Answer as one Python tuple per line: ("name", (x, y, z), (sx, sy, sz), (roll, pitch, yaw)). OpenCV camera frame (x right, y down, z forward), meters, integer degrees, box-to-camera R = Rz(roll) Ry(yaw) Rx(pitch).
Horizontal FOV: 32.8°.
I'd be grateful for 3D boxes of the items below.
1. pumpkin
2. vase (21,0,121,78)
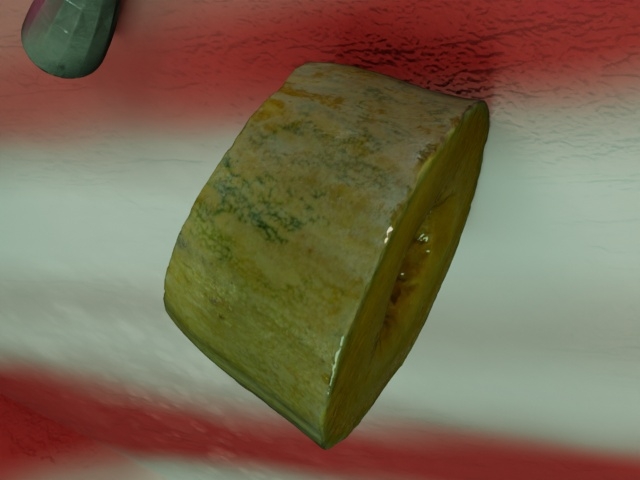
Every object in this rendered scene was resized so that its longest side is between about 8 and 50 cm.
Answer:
("pumpkin", (0.000, 0.000, 0.972), (0.199, 0.332, 0.332), (22, 150, 13))
("vase", (-0.215, -0.241, 1.015), (0.086, 0.086, 0.214), (33, 145, -10))
